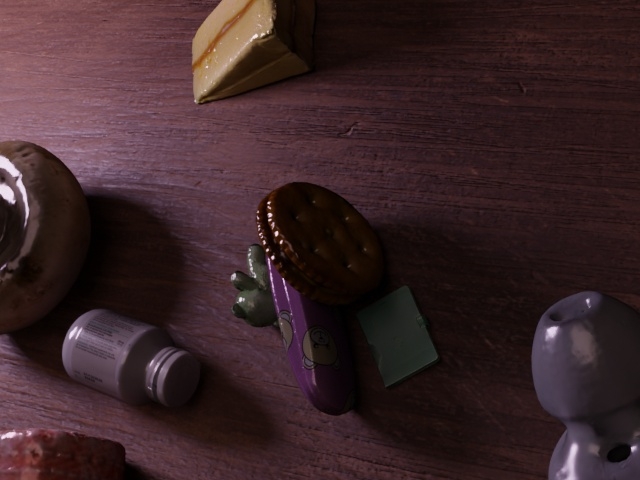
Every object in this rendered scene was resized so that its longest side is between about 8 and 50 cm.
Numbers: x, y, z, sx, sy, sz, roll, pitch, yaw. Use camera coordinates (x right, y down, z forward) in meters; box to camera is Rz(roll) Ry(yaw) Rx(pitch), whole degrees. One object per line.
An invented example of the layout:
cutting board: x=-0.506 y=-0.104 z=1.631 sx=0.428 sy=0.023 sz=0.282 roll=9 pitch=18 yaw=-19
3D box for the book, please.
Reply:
book: x=0.120 y=0.146 z=1.759 sx=0.103 sy=0.017 sz=0.135 roll=-32 pitch=58 yaw=16

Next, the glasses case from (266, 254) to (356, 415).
glasses case: x=-0.015 y=0.120 z=1.777 sx=0.076 sy=0.123 sz=0.316 roll=-28 pitch=60 yaw=22

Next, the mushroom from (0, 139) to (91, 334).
mushroom: x=-0.591 y=-0.015 z=2.033 sx=0.362 sy=0.294 sz=0.362 roll=-10 pitch=68 yaw=25

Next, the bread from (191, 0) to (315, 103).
bread: x=-0.154 y=-0.363 z=2.022 sx=0.264 sy=0.163 sz=0.167 roll=-15 pitch=65 yaw=23

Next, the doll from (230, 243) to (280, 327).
doll: x=-0.092 y=0.076 z=1.877 sx=0.115 sy=0.077 sz=0.150 roll=13 pitch=61 yaw=-7

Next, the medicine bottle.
medicine bottle: x=-0.308 y=0.200 z=1.893 sx=0.215 sy=0.135 sz=0.135 roll=16 pitch=78 yaw=31

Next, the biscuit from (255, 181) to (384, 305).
biscuit: x=0.000 y=0.000 z=1.766 sx=0.066 sy=0.220 sz=0.220 roll=-44 pitch=53 yaw=35

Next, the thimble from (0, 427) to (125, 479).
thimble: x=-0.428 y=0.390 z=1.816 sx=0.239 sy=0.239 sz=0.162 roll=-5 pitch=70 yaw=26

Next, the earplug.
earplug: x=0.377 y=0.225 z=1.497 sx=0.214 sy=0.175 sz=0.325 roll=-21 pitch=62 yaw=21
